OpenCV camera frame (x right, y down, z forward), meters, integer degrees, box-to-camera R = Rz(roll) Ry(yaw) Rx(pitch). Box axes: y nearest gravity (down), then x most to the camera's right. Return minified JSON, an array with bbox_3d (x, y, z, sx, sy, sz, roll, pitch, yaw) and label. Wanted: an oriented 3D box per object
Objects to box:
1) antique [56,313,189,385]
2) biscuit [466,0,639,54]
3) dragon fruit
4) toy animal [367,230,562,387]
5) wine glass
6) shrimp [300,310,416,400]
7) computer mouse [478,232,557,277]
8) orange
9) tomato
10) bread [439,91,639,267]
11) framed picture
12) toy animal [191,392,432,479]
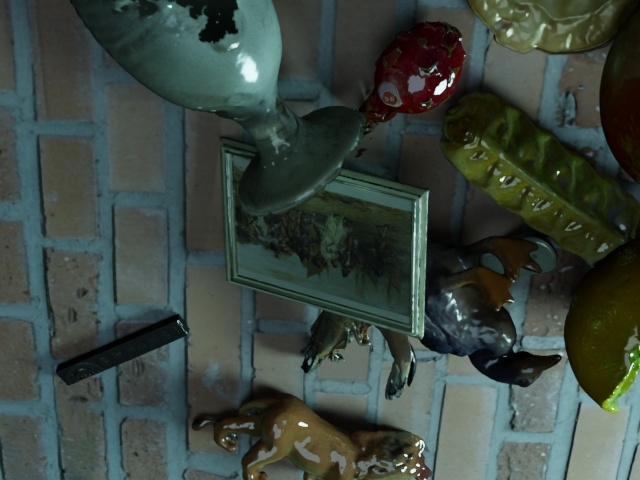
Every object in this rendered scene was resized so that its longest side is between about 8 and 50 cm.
[{"bbox_3d":[-0.257,0.143,2.165,0.192,0.015,0.031,-23,124,19],"label":"antique"},{"bbox_3d":[0.268,-0.304,1.780,0.203,0.041,0.260,24,125,-12],"label":"biscuit"},{"bbox_3d":[0.090,-0.167,1.863,0.094,0.094,0.190,28,131,-18],"label":"dragon fruit"},{"bbox_3d":[0.163,0.059,2.000,0.298,0.122,0.185,34,148,-4],"label":"toy animal"},{"bbox_3d":[-0.111,-0.199,1.779,0.190,0.190,0.357,-25,122,20],"label":"wine glass"},{"bbox_3d":[0.050,0.138,2.076,0.152,0.046,0.219,53,141,10],"label":"shrimp"},{"bbox_3d":[0.240,0.018,2.037,0.110,0.032,0.056,-19,118,35],"label":"computer mouse"},{"bbox_3d":[0.385,0.086,1.990,0.237,0.179,0.158,-40,94,29],"label":"orange"},{"bbox_3d":[0.424,-0.172,1.754,0.270,0.223,0.270,-5,156,-2],"label":"tomato"},{"bbox_3d":[0.249,-0.075,1.928,0.269,0.087,0.098,34,125,-21],"label":"bread"},{"bbox_3d":[0.000,0.000,1.963,0.274,0.017,0.217,14,127,23],"label":"framed picture"},{"bbox_3d":[0.000,0.273,2.221,0.312,0.097,0.157,26,112,-14],"label":"toy animal"}]
